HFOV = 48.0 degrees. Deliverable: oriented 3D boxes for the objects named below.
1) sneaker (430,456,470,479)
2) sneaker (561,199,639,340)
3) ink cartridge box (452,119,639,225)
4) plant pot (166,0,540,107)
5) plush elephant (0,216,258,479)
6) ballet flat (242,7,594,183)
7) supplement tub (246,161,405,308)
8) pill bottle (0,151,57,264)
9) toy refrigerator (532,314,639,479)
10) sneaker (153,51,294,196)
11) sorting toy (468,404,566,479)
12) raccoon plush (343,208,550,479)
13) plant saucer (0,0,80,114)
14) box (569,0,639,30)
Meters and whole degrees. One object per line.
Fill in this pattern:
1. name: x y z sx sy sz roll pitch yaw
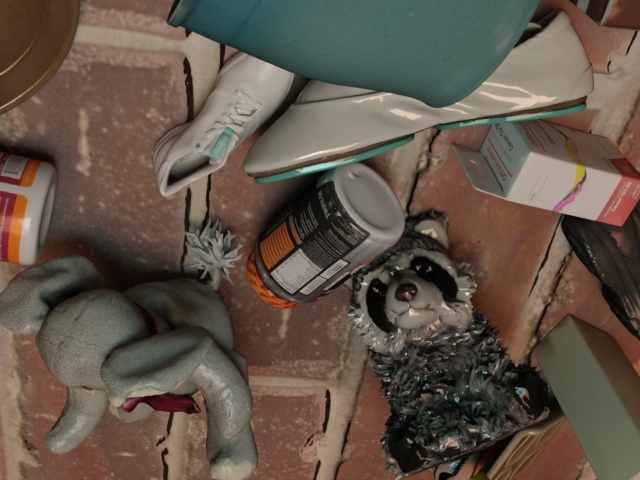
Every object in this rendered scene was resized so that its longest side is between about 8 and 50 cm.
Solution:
1. sneaker: 0.231 0.370 1.208 0.040 0.044 0.109 34 112 -24
2. sneaker: 0.446 0.046 0.982 0.130 0.109 0.286 -36 123 9
3. ink cartridge box: 0.267 -0.092 0.853 0.198 0.115 0.067 11 123 -15
4. plant pot: 0.042 -0.249 0.617 0.255 0.272 0.272 24 118 -20
5. plush elephant: -0.224 0.142 0.849 0.255 0.272 0.330 -9 118 -51
6. ballet flat: 0.099 -0.168 0.788 0.400 0.139 0.139 -14 125 -3
7. supplement tub: 0.000 0.000 0.866 0.117 0.117 0.190 30 132 -25
8. pill bottle: -0.415 -0.050 0.789 0.221 0.121 0.121 12 122 -14
9. toy refrigerator: 0.401 0.237 1.001 0.102 0.269 0.094 25 117 -23
10. sneaker: -0.105 -0.125 0.795 0.080 0.094 0.212 37 112 -26
11. sorting toy: 0.283 0.341 1.112 0.307 0.041 0.229 -8 136 -47
12. raccoon plush: 0.128 0.165 1.019 0.216 0.299 0.446 -18 158 -13
13. plant saucer: -0.365 -0.217 0.663 0.278 0.041 0.278 -25 149 -16
14. box: 0.458 -0.305 0.722 0.381 0.143 0.191 3 124 -12
